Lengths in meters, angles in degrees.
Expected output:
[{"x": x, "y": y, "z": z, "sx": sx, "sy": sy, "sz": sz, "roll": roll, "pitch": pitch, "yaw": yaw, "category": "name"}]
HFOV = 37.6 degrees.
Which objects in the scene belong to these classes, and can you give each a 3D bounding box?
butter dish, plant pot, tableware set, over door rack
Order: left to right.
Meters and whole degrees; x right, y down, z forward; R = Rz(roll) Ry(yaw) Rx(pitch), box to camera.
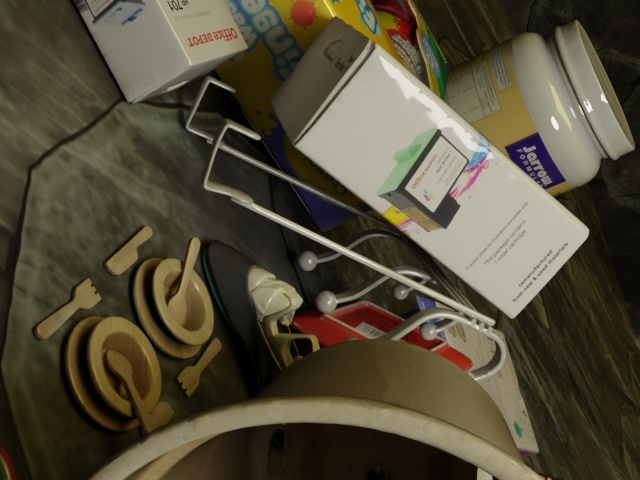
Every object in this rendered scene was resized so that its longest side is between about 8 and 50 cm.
[{"x": -0.126, "y": 0.071, "z": 0.717, "sx": 0.128, "sy": 0.039, "sz": 0.194, "roll": 60, "pitch": 24, "yaw": -13, "category": "tableware set"}, {"x": 0.000, "y": 0.000, "z": 0.868, "sx": 0.324, "sy": 0.108, "sz": 0.239, "roll": 37, "pitch": 8, "yaw": -21, "category": "over door rack"}, {"x": 0.022, "y": 0.211, "z": 0.611, "sx": 0.334, "sy": 0.333, "sz": 0.305, "roll": 64, "pitch": 12, "yaw": -6, "category": "plant pot"}, {"x": 0.048, "y": 0.139, "z": 0.936, "sx": 0.160, "sy": 0.118, "sz": 0.160, "roll": 26, "pitch": 15, "yaw": 22, "category": "butter dish"}]

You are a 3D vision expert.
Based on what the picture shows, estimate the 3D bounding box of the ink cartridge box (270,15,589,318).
[{"x": 0.096, "y": -0.077, "z": 0.916, "sx": 0.278, "sy": 0.117, "sz": 0.201, "roll": 37, "pitch": 10, "yaw": -19, "category": "ink cartridge box"}]

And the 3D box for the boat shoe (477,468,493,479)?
[{"x": 0.118, "y": 0.313, "z": 0.793, "sx": 0.099, "sy": 0.116, "sz": 0.319, "roll": 52, "pitch": 34, "yaw": -32, "category": "boat shoe"}]

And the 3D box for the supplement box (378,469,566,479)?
[{"x": 0.175, "y": 0.289, "z": 0.927, "sx": 0.239, "sy": 0.073, "sz": 0.130, "roll": 16, "pitch": 35, "yaw": -1, "category": "supplement box"}]

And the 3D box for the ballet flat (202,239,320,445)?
[{"x": -0.039, "y": 0.085, "z": 0.850, "sx": 0.074, "sy": 0.074, "sz": 0.203, "roll": -9, "pitch": 76, "yaw": -66, "category": "ballet flat"}]

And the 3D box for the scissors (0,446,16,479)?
[{"x": -0.247, "y": 0.135, "z": 0.433, "sx": 0.109, "sy": 0.021, "sz": 0.297, "roll": 67, "pitch": 24, "yaw": -3, "category": "scissors"}]

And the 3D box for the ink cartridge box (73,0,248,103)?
[{"x": -0.165, "y": -0.238, "z": 0.874, "sx": 0.191, "sy": 0.082, "sz": 0.139, "roll": 61, "pitch": 24, "yaw": -8, "category": "ink cartridge box"}]

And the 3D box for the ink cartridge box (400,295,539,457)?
[{"x": 0.195, "y": 0.192, "z": 1.255, "sx": 0.311, "sy": 0.065, "sz": 0.186, "roll": 29, "pitch": 43, "yaw": -58, "category": "ink cartridge box"}]

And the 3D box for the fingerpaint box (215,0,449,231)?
[{"x": -0.017, "y": -0.298, "z": 1.137, "sx": 0.445, "sy": 0.163, "sz": 0.371, "roll": 56, "pitch": 25, "yaw": -21, "category": "fingerpaint box"}]

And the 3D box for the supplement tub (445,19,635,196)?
[{"x": 0.265, "y": -0.158, "z": 1.390, "sx": 0.241, "sy": 0.331, "sz": 0.241, "roll": 46, "pitch": 31, "yaw": -38, "category": "supplement tub"}]
